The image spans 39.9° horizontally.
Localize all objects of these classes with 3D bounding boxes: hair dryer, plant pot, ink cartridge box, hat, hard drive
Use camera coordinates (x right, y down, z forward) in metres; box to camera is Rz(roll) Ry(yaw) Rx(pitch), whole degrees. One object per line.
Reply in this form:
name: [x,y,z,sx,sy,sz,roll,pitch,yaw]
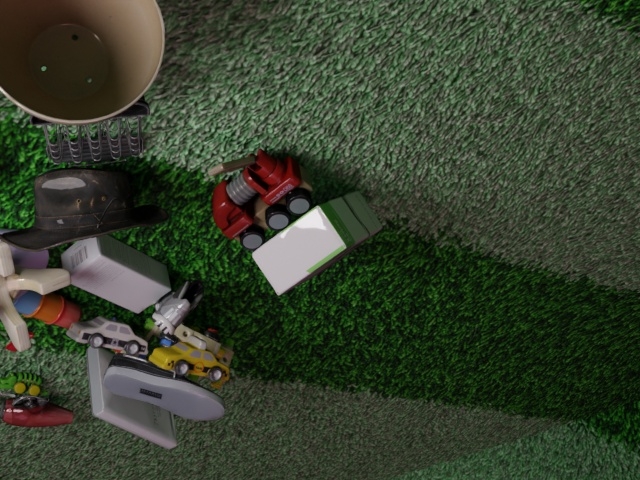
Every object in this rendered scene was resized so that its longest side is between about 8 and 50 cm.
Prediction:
hair dryer: [-0.761,0.453,2.323,0.223,0.080,0.293,1,164,23]
plant pot: [-0.410,-0.315,1.450,0.284,0.284,0.191,-3,177,-18]
ink cartridge box: [0.000,0.000,1.981,0.198,0.115,0.273,-36,176,23]
hat: [-0.474,-0.082,1.747,0.331,0.331,0.134,-9,104,-11]
hard drive: [-0.497,0.418,2.343,0.040,0.203,0.307,-29,141,15]

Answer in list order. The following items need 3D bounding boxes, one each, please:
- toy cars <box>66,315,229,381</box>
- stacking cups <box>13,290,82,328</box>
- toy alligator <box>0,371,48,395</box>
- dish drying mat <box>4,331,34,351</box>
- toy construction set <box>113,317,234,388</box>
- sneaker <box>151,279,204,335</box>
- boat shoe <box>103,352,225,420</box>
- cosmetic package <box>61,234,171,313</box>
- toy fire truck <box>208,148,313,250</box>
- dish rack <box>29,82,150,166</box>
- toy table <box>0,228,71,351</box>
toy cars: [-0.399,0.243,2.092,0.393,0.087,0.176,16,178,5]
stacking cups: [-0.679,0.120,2.008,0.096,0.096,0.316,-34,144,20]
toy alligator: [-0.790,0.364,2.290,0.189,0.056,0.051,20,87,-37]
dish drying mat: [-0.749,0.252,2.196,0.083,0.008,0.032,-38,139,24]
toy construction set: [-0.366,0.282,2.291,0.327,0.151,0.215,15,157,-26]
sneaker: [-0.327,0.143,2.100,0.132,0.229,0.086,-45,105,2]
boat shoe: [-0.377,0.355,2.182,0.306,0.105,0.113,14,130,-2]
cosmetic package: [-0.466,0.074,2.027,0.117,0.085,0.231,-33,142,18]
toy fire truck: [-0.163,-0.108,1.884,0.217,0.158,0.246,-36,127,23]
dish rack: [-0.429,-0.203,1.668,0.208,0.074,0.271,-6,156,-13]
toy table: [-0.660,0.090,1.816,0.274,0.161,0.252,-35,133,-29]
